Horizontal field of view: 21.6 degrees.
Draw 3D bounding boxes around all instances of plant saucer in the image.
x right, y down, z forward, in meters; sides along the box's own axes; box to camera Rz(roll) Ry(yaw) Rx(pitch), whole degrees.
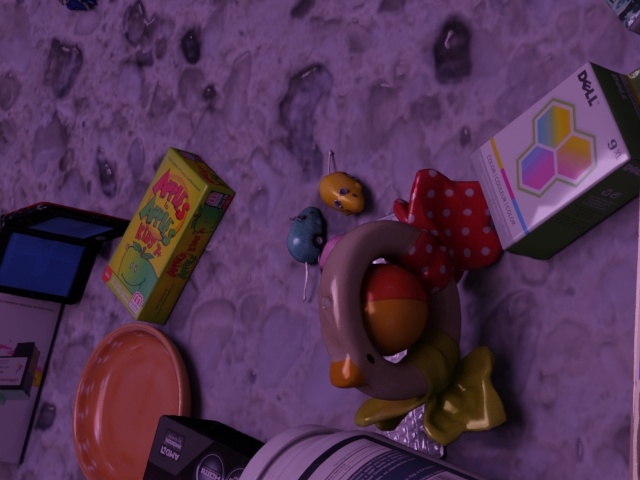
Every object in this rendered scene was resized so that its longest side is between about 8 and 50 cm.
[{"bbox_3d":[-0.210,0.195,1.914,0.200,0.037,0.200,-15,68,43],"label":"plant saucer"}]

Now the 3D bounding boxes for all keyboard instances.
[{"bbox_3d":[0.078,0.096,1.655,0.072,0.014,0.256,-24,64,40],"label":"keyboard"}]

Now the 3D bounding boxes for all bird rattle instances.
[{"bbox_3d":[0.085,0.056,1.525,0.143,0.207,0.253,0,84,44],"label":"bird rattle"}]

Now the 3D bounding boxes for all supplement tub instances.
[{"bbox_3d":[0.064,0.279,1.493,0.272,0.191,0.191,16,91,47],"label":"supplement tub"}]

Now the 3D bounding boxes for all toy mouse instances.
[{"bbox_3d":[0.000,0.000,1.735,0.143,0.031,0.161,-63,36,19],"label":"toy mouse"}]

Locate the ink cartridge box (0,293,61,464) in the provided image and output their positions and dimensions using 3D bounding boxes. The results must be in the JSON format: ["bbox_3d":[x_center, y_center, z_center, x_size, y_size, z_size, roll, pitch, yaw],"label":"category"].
[{"bbox_3d":[-0.441,0.122,2.113,0.201,0.117,0.278,17,92,47],"label":"ink cartridge box"}]

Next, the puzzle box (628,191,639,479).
[{"bbox_3d":[0.424,0.058,1.176,0.409,0.052,0.272,-1,79,25],"label":"puzzle box"}]

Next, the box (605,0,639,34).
[{"bbox_3d":[0.289,-0.370,1.521,0.232,0.058,0.322,-49,48,26],"label":"box"}]

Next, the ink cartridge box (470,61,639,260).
[{"bbox_3d":[0.239,-0.083,1.497,0.209,0.062,0.109,-38,54,33],"label":"ink cartridge box"}]

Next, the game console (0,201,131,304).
[{"bbox_3d":[-0.307,0.017,1.981,0.124,0.144,0.085,-16,70,43],"label":"game console"}]

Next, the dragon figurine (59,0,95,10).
[{"bbox_3d":[-0.262,-0.381,2.075,0.289,0.085,0.144,-19,69,47],"label":"dragon figurine"}]

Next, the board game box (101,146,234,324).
[{"bbox_3d":[-0.177,-0.005,1.924,0.092,0.043,0.181,45,112,43],"label":"board game box"}]

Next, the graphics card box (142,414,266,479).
[{"bbox_3d":[-0.114,0.387,1.725,0.233,0.094,0.371,20,94,46],"label":"graphics card box"}]
